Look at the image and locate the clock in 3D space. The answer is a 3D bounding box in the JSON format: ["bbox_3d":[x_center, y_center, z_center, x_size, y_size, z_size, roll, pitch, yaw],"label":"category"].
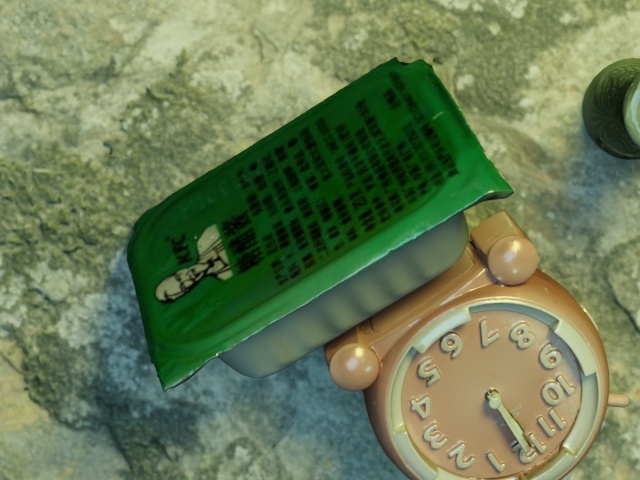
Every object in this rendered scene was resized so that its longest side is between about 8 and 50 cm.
[{"bbox_3d":[0.151,0.128,1.399,0.227,0.142,0.241,-35,102,6],"label":"clock"}]

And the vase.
[{"bbox_3d":[0.286,-0.113,1.316,0.096,0.219,0.096,0,95,4],"label":"vase"}]

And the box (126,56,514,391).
[{"bbox_3d":[0.000,0.000,1.359,0.336,0.264,0.106,-32,124,7],"label":"box"}]
